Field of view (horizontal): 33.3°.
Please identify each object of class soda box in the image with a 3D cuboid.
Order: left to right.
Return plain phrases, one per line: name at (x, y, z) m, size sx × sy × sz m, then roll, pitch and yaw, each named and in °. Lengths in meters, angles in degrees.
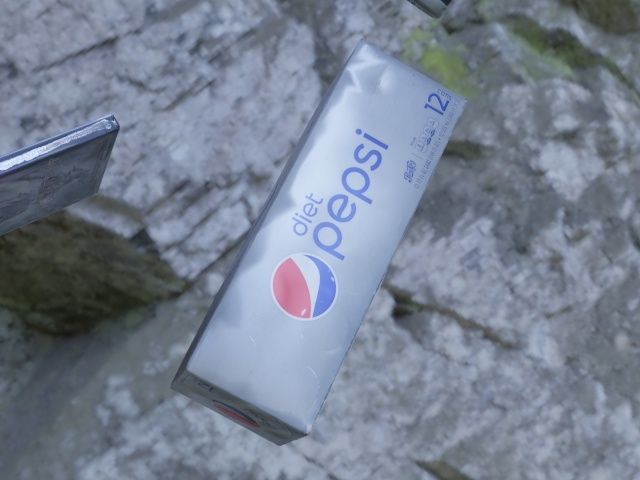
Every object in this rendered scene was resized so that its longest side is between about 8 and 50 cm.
soda box at (0.000, 0.000, 0.788) m, size 0.286 × 0.098 × 0.091 m, roll -64°, pitch 6°, yaw -20°

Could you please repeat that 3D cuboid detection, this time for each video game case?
video game case at (-0.373, -0.049, 1.247) m, size 0.274 × 0.026 × 0.196 m, roll -25°, pitch -11°, yaw -27°

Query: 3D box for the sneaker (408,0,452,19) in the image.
sneaker at (0.081, -0.318, 1.059) m, size 0.118 × 0.222 × 0.083 m, roll -50°, pitch -32°, yaw 8°
